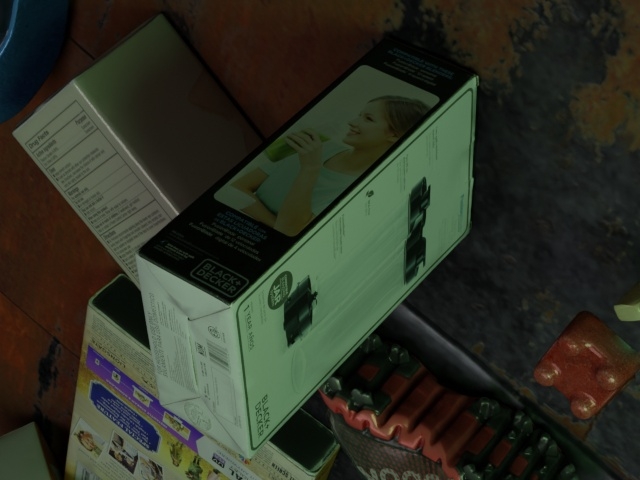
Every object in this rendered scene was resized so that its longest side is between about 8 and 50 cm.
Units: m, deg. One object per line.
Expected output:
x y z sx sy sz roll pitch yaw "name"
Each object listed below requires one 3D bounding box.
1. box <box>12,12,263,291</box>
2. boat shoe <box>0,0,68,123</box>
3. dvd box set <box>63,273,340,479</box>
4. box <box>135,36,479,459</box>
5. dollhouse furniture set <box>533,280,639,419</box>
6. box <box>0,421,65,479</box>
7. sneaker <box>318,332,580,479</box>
-0.113 -0.028 1.348 0.311 0.121 0.148 53 145 -9 "box"
-0.281 -0.217 1.375 0.089 0.109 0.258 43 129 17 "boat shoe"
-0.149 0.257 1.725 0.308 0.062 0.420 36 144 14 "dvd box set"
0.000 0.000 1.115 0.087 0.290 0.169 27 143 27 "box"
0.296 0.163 1.099 0.201 0.152 0.374 -7 116 49 "dollhouse furniture set"
-0.358 0.428 1.872 0.345 0.168 0.215 -124 11 -54 "box"
0.113 0.194 1.360 0.276 0.098 0.135 29 142 26 "sneaker"
